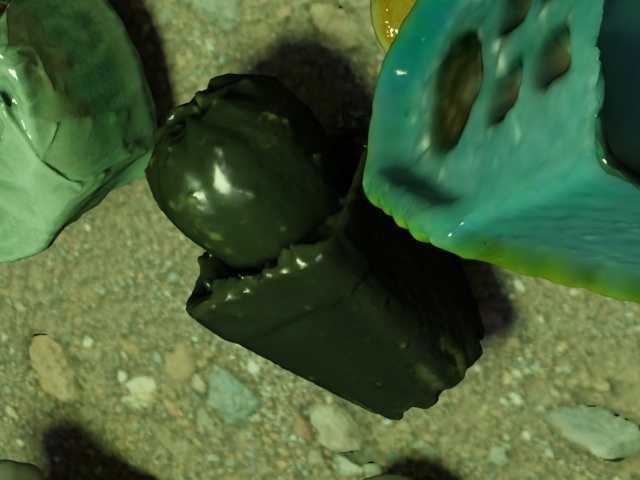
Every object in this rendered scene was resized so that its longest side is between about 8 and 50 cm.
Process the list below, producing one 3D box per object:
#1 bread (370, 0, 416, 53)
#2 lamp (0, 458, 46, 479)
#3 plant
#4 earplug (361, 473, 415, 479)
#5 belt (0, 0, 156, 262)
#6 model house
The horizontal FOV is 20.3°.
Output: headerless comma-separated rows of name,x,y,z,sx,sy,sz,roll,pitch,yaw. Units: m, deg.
bread,0.077,-0.147,1.125,0.110,0.024,0.110,14,122,23
lamp,-0.259,0.329,1.452,0.301,0.247,0.247,-38,50,40
plant,0.000,0.000,1.171,0.256,0.164,0.142,44,134,-19
earplug,0.064,0.312,1.319,0.172,0.172,0.301,4,112,27
belt,-0.243,-0.103,1.251,0.257,0.150,0.207,22,134,18
model house,0.178,-0.062,0.955,0.237,0.215,0.303,14,157,-22
